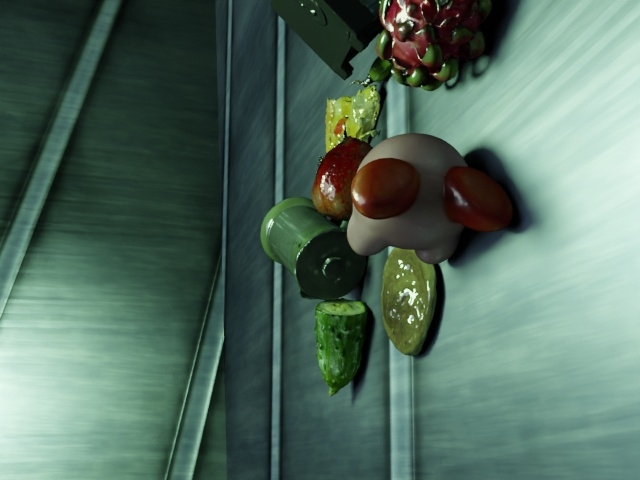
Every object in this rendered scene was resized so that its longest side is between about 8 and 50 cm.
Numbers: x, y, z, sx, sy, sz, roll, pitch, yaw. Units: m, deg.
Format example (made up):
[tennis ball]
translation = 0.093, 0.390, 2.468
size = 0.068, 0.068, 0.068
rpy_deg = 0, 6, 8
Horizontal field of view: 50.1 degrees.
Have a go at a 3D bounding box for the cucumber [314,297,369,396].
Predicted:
[cucumber]
translation = 0.043, 0.267, 1.676
size = 0.134, 0.134, 0.244
rpy_deg = -141, 53, -67

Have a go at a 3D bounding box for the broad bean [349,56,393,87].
[broad bean]
translation = 0.167, -0.422, 1.527
size = 0.067, 0.075, 0.325
rpy_deg = 46, 155, -1

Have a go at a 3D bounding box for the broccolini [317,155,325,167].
[broccolini]
translation = 0.009, -0.177, 1.998
size = 0.035, 0.030, 0.140
rpy_deg = 10, 103, 35

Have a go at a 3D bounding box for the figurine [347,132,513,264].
[figurine]
translation = 0.171, -0.091, 1.218
size = 0.261, 0.270, 0.211
rpy_deg = 115, 160, -69

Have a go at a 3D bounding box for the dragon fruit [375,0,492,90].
[dragon fruit]
translation = 0.198, -0.382, 1.252
size = 0.198, 0.218, 0.272
rpy_deg = -50, -25, -53

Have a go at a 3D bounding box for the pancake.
[pancake]
translation = 0.177, 0.116, 1.419
size = 0.242, 0.050, 0.241
rpy_deg = -177, 90, -70

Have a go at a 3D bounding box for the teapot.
[teapot]
translation = 0.000, 0.000, 1.774
size = 0.270, 0.200, 0.337
rpy_deg = -51, 26, 1

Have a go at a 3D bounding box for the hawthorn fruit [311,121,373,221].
[hawthorn fruit]
translation = 0.070, -0.156, 1.579
size = 0.181, 0.181, 0.235
rpy_deg = -171, 81, -71

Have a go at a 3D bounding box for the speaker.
[speaker]
translation = 0.039, -0.520, 1.495
size = 0.184, 0.254, 0.232
rpy_deg = -44, 2, -11

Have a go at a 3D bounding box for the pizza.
[pizza]
translation = 0.075, -0.307, 1.744
size = 0.287, 0.075, 0.280
rpy_deg = 123, 144, -55
